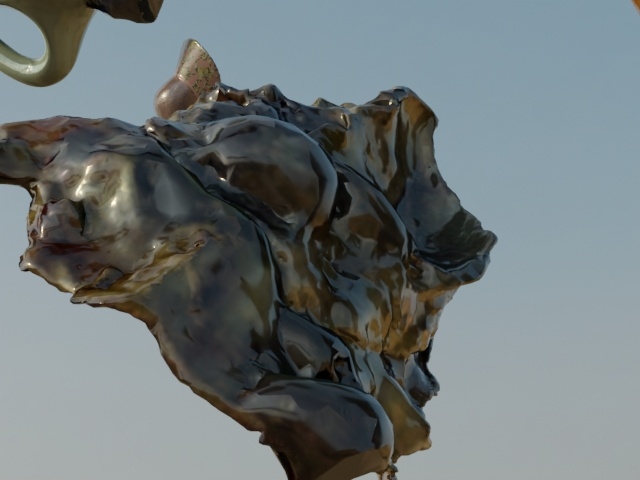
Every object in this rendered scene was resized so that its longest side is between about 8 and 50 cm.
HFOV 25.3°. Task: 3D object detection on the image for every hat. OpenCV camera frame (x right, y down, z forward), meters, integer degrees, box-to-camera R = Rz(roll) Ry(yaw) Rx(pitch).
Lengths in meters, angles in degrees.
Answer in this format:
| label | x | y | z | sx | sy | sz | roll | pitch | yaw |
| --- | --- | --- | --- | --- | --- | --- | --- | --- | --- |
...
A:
| label | x | y | z | sx | sy | sz | roll | pitch | yaw |
| --- | --- | --- | --- | --- | --- | --- | --- | --- | --- |
| hat | -0.120 | -0.129 | 1.219 | 0.042 | 0.058 | 0.087 | -20 | -42 | -36 |

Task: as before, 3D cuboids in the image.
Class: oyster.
| label | x | y | z | sx | sy | sz | roll | pitch | yaw |
| --- | --- | --- | --- | --- | --- | --- | --- | --- | --- |
| oyster | 0.006 | 0.001 | 0.656 | 0.096 | 0.221 | 0.361 | -45 | -12 | 22 |

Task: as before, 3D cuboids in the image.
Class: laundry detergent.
| label | x | y | z | sx | sy | sz | roll | pitch | yaw |
| --- | --- | --- | --- | --- | --- | --- | --- | --- | --- |
| laundry detergent | -0.262 | -0.251 | 1.262 | 0.280 | 0.215 | 0.105 | 33 | 25 | 17 |

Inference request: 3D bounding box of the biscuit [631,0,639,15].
| label | x | y | z | sx | sy | sz | roll | pitch | yaw |
| --- | --- | --- | --- | --- | --- | --- | --- | --- | --- |
| biscuit | 0.223 | -0.011 | 0.638 | 0.047 | 0.334 | 0.202 | -32 | -12 | 25 |
